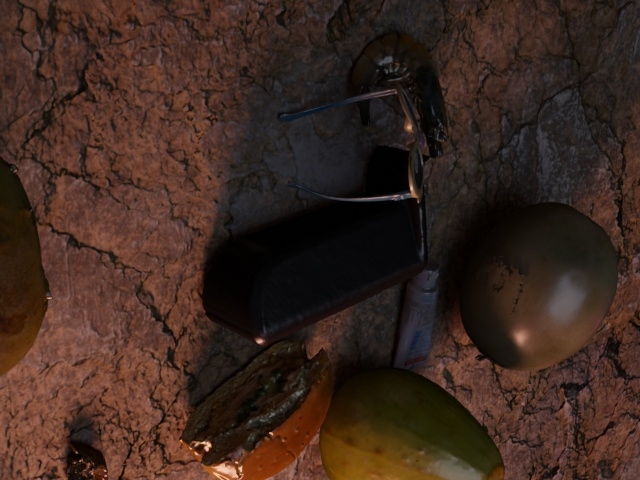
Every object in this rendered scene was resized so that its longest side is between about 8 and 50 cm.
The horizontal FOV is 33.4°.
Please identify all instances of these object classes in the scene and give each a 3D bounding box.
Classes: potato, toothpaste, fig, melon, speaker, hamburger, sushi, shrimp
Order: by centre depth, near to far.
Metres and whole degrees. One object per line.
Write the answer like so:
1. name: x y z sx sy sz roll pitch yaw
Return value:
1. potato: -0.463 0.019 1.319 0.269 0.219 0.359 -36 133 -9
2. sushi: -0.362 0.364 1.637 0.055 0.052 0.120 -18 121 -48
3. speaker: 0.000 0.000 1.692 0.388 0.180 0.184 -23 114 -29
4. shrimp: 0.130 -0.228 1.729 0.150 0.051 0.217 -18 88 -16
5. hamburger: -0.082 0.298 1.760 0.283 0.144 0.157 -39 127 -21
6. fig: 0.160 0.369 1.863 0.258 0.326 0.258 -54 159 -32
7. melon: 0.391 0.090 1.954 0.268 0.268 0.330 28 102 -41
8. toothpaste: 0.179 0.146 1.960 0.089 0.057 0.234 -12 121 -31

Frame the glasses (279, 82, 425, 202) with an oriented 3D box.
1. glasses: 0.053 -0.149 1.627 0.220 0.088 0.190 -3 71 -7
